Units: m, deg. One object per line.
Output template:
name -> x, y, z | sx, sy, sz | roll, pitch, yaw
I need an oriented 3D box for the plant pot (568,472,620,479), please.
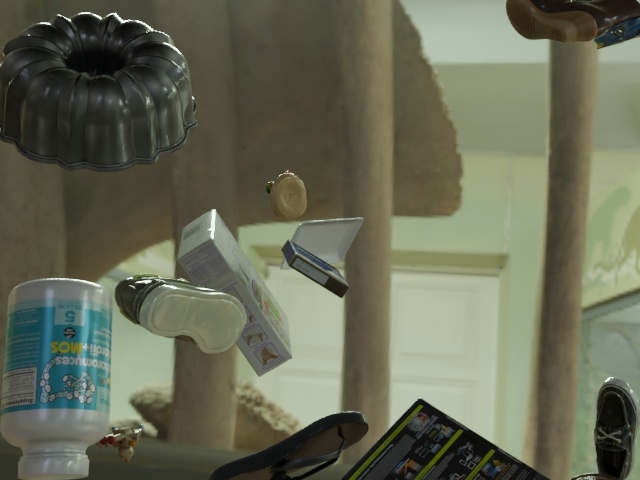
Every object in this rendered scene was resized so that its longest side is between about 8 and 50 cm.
plant pot -> 0.443, 0.451, 1.429 | 0.167, 0.166, 0.165 | 1, -18, 17

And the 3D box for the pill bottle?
pill bottle -> -0.366, 0.195, 1.244 | 0.146, 0.264, 0.146 | -3, -18, -1

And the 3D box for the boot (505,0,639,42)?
boot -> 0.554, -0.505, 1.976 | 0.207, 0.090, 0.248 | -22, 37, -17

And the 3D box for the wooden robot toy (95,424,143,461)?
wooden robot toy -> -0.463, 0.471, 2.039 | 0.173, 0.079, 0.076 | -12, 4, 35

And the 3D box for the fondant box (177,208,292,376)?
fondant box -> -0.190, 0.114, 2.021 | 0.096, 0.330, 0.238 | -32, 18, 5

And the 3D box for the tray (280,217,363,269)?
tray -> 0.000, 0.000, 2.277 | 0.030, 0.145, 0.270 | 40, 24, 27

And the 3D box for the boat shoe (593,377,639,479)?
boat shoe -> 0.548, 0.362, 1.659 | 0.078, 0.219, 0.070 | 4, 24, 33

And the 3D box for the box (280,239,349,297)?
box -> -0.016, 0.056, 1.960 | 0.136, 0.036, 0.225 | 32, 3, -11

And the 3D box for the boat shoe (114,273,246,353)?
boat shoe -> -0.227, 0.119, 1.503 | 0.091, 0.109, 0.305 | 23, -3, 27

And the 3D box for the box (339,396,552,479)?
box -> 0.128, 0.347, 1.108 | 0.216, 0.270, 0.060 | 28, -38, 31

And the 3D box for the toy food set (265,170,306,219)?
toy food set -> -0.056, -0.077, 1.542 | 0.083, 0.082, 0.020 | -22, 16, -38

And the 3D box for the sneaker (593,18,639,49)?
sneaker -> 0.681, -0.486, 2.004 | 0.069, 0.082, 0.209 | -15, 7, -17

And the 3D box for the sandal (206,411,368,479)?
sandal -> -0.040, 0.331, 1.321 | 0.255, 0.054, 0.097 | -23, -36, -12

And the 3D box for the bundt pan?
bundt pan -> -0.357, -0.255, 1.416 | 0.331, 0.330, 0.124 | 6, -48, -5
